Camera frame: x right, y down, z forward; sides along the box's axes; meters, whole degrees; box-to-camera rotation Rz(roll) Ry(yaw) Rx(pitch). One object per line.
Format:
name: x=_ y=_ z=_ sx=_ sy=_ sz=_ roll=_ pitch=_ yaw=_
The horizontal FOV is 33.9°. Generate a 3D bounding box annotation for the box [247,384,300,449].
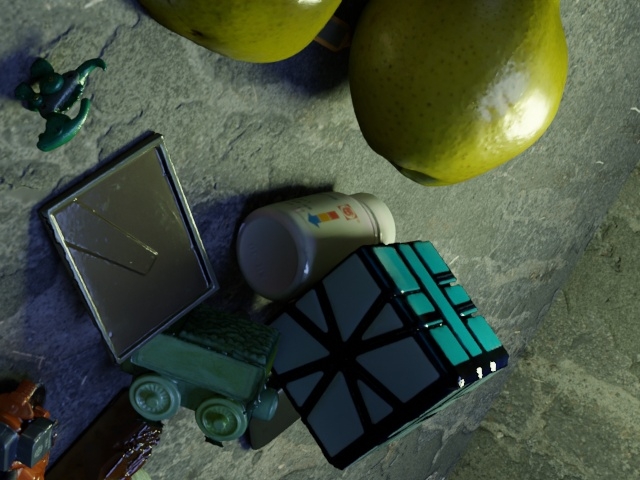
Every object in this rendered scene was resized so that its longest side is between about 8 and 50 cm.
box: x=-0.080 y=0.357 z=2.259 sx=0.201 sy=0.042 sz=0.212 roll=-35 pitch=153 yaw=-18

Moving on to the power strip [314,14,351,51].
power strip: x=0.006 y=-0.337 z=1.661 sx=0.049 sy=0.028 sz=0.178 roll=-60 pitch=152 yaw=9

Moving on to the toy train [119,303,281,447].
toy train: x=-0.192 y=0.206 z=1.706 sx=0.159 sy=0.271 sz=0.188 roll=-65 pitch=172 yaw=-65

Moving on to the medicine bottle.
medicine bottle: x=0.000 y=0.000 z=1.873 sx=0.293 sy=0.170 sz=0.170 roll=-16 pitch=134 yaw=-49

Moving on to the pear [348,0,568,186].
pear: x=0.227 y=-0.293 z=1.714 sx=0.362 sy=0.362 sz=0.418 roll=17 pitch=96 yaw=-61

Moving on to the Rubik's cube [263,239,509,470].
Rubik's cube: x=0.107 y=0.186 z=1.809 sx=0.293 sy=0.288 sz=0.283 roll=-42 pitch=162 yaw=25

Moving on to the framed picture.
framed picture: x=-0.270 y=0.016 z=1.537 sx=0.213 sy=0.016 sz=0.289 roll=-38 pitch=130 yaw=-28

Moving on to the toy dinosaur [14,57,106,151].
toy dinosaur: x=-0.311 y=-0.172 z=1.274 sx=0.132 sy=0.096 sz=0.059 roll=-49 pitch=153 yaw=-5

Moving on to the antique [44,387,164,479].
antique: x=-0.392 y=0.399 z=1.779 sx=0.310 sy=0.093 sz=0.087 roll=-48 pitch=152 yaw=-14

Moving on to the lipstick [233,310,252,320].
lipstick: x=-0.138 y=0.183 z=1.998 sx=0.040 sy=0.040 sz=0.141 roll=-46 pitch=151 yaw=-17

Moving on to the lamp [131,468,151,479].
lamp: x=-0.387 y=0.467 z=1.863 sx=0.193 sy=0.106 sz=0.106 roll=-26 pitch=142 yaw=-29

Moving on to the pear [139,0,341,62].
pear: x=-0.060 y=-0.379 z=1.337 sx=0.340 sy=0.191 sz=0.386 roll=-44 pitch=150 yaw=-19

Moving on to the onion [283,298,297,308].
onion: x=-0.019 y=0.146 z=2.090 sx=0.206 sy=0.151 sz=0.098 roll=-22 pitch=106 yaw=-63

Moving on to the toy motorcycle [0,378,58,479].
toy motorcycle: x=-0.480 y=0.362 z=1.567 sx=0.221 sy=0.147 sz=0.326 roll=-56 pitch=165 yaw=-52
